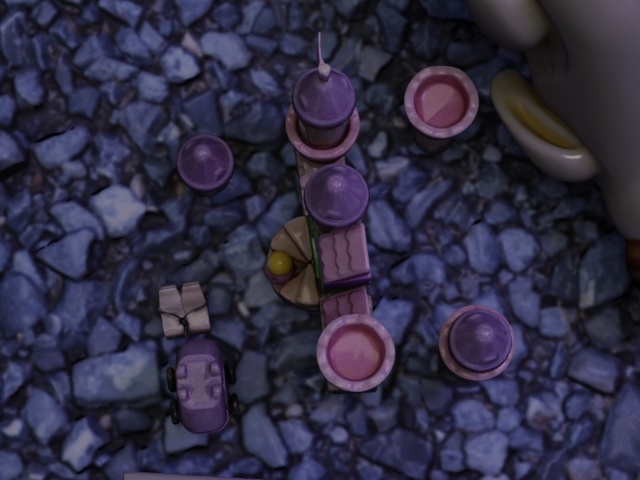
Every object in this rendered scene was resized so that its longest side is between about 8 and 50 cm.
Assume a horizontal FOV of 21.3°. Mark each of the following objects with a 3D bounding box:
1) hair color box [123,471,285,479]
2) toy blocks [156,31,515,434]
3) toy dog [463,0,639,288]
[{"bbox_3d":[-0.008,0.293,1.409,0.339,0.110,0.185,-1,78,31],"label":"hair color box"},{"bbox_3d":[0.000,0.000,1.456,0.309,0.260,0.288,-8,80,-1],"label":"toy blocks"},{"bbox_3d":[0.311,-0.143,1.439,0.284,0.395,0.408,-37,114,-19],"label":"toy dog"}]
